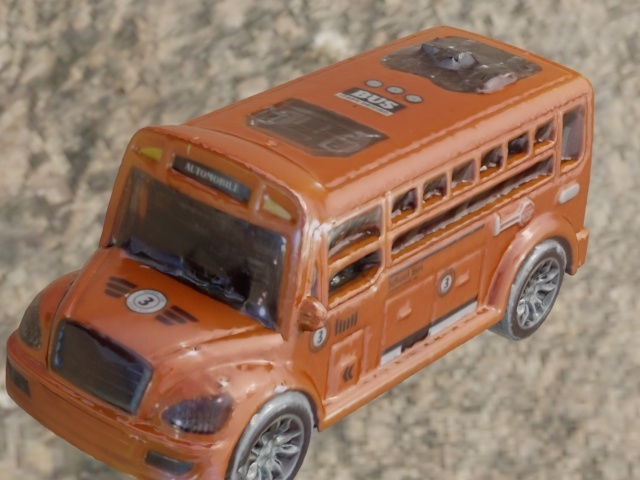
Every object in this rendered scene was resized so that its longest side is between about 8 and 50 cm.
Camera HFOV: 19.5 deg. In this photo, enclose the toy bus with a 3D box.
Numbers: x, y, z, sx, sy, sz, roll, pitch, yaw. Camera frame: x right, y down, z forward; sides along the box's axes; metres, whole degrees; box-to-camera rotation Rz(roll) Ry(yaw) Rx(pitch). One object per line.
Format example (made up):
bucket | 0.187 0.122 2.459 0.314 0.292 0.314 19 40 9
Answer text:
toy bus | 0.000 0.000 0.927 0.329 0.143 0.153 -26 131 -44
